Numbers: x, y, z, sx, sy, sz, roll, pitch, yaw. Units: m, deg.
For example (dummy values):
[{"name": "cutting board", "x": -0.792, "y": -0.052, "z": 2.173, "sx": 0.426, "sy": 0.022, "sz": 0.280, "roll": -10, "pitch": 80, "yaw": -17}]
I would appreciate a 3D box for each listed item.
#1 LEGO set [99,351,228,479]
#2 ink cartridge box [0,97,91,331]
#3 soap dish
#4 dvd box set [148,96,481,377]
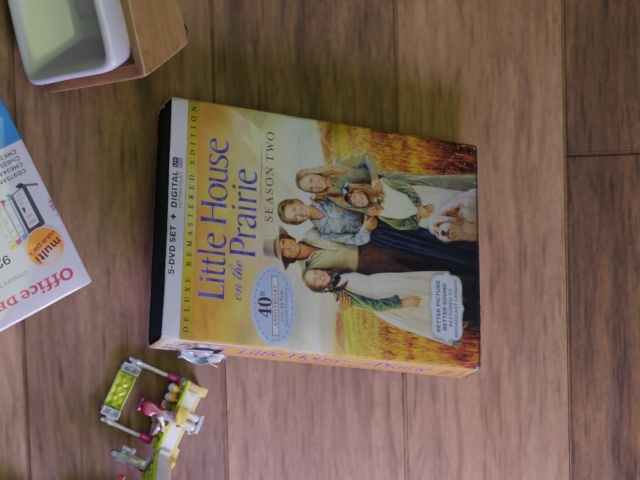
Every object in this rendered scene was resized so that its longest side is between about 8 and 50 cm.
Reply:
[{"name": "LEGO set", "x": -0.212, "y": 0.238, "z": 1.856, "sx": 0.107, "sy": 0.132, "sz": 0.287, "roll": 27, "pitch": 61, "yaw": -15}, {"name": "ink cartridge box", "x": -0.396, "y": -0.020, "z": 1.748, "sx": 0.171, "sy": 0.168, "sz": 0.232, "roll": -29, "pitch": 104, "yaw": -18}, {"name": "soap dish", "x": -0.267, "y": -0.322, "z": 1.761, "sx": 0.118, "sy": 0.229, "sz": 0.290, "roll": -18, "pitch": 100, "yaw": -36}, {"name": "dvd box set", "x": 0.000, "y": 0.000, "z": 1.920, "sx": 0.420, "sy": 0.062, "sz": 0.307, "roll": 8, "pitch": 72, "yaw": -21}]
